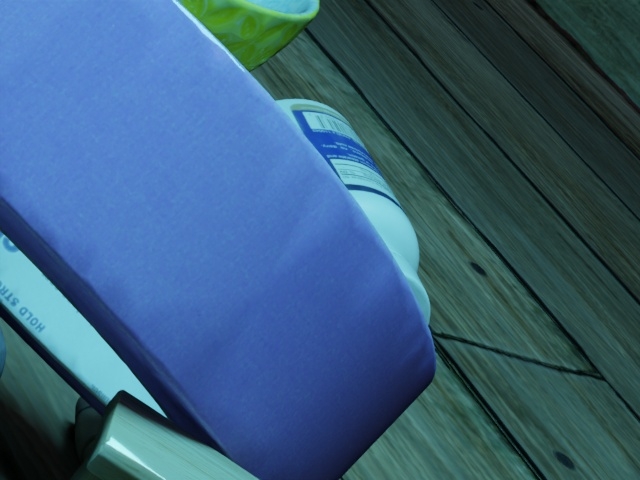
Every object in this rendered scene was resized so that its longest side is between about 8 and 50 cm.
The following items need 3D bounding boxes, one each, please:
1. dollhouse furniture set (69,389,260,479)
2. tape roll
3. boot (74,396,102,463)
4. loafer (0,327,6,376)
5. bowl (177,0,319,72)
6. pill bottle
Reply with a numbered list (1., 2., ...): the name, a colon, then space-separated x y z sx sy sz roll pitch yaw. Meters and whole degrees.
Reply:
1. dollhouse furniture set: -0.073 0.178 0.496 0.212 0.161 0.242 35 18 -11
2. tape roll: -0.085 -0.011 0.686 0.275 0.090 0.275 41 -15 13
3. boot: -0.065 0.111 0.869 0.118 0.042 0.087 25 20 -36
4. loafer: -0.261 -0.019 0.715 0.302 0.109 0.095 40 22 -6
5. bowl: -0.160 -0.182 1.201 0.289 0.156 0.289 35 18 -13
6. pill bottle: 0.000 0.000 1.144 0.112 0.112 0.186 26 22 -33
